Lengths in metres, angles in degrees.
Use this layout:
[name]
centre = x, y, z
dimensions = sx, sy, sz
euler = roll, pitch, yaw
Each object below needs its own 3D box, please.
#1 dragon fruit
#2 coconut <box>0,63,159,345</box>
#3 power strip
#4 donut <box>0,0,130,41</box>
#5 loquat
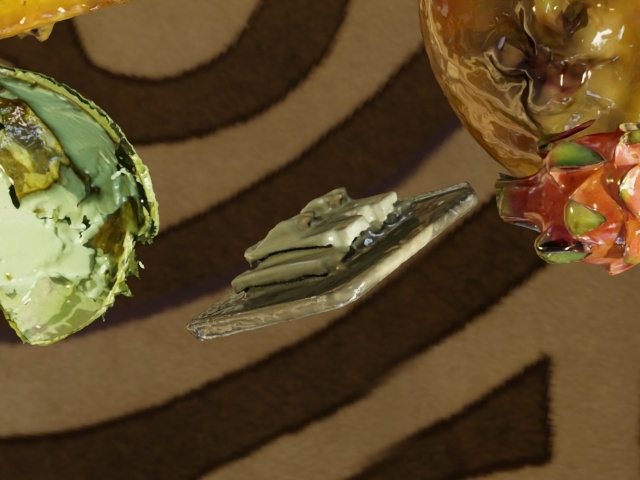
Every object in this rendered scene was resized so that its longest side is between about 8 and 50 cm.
[dragon fruit]
centre = 0.154, -0.023, 0.919
dimensions = 0.116, 0.081, 0.086
euler = -14, 80, 23
[coconut]
centre = -0.141, -0.025, 0.817
dimensions = 0.133, 0.055, 0.158
euler = -5, 120, 11
[power strip]
centre = 0.000, 0.000, 1.360
dimensions = 0.213, 0.198, 0.064
euler = -17, 105, 46
[donut]
centre = -0.112, -0.149, 0.760
dimensions = 0.253, 0.253, 0.118
euler = -11, 112, 28
[loquat]
centre = 0.226, -0.168, 1.095
dimensions = 0.328, 0.328, 0.328
euler = -7, 77, 29
